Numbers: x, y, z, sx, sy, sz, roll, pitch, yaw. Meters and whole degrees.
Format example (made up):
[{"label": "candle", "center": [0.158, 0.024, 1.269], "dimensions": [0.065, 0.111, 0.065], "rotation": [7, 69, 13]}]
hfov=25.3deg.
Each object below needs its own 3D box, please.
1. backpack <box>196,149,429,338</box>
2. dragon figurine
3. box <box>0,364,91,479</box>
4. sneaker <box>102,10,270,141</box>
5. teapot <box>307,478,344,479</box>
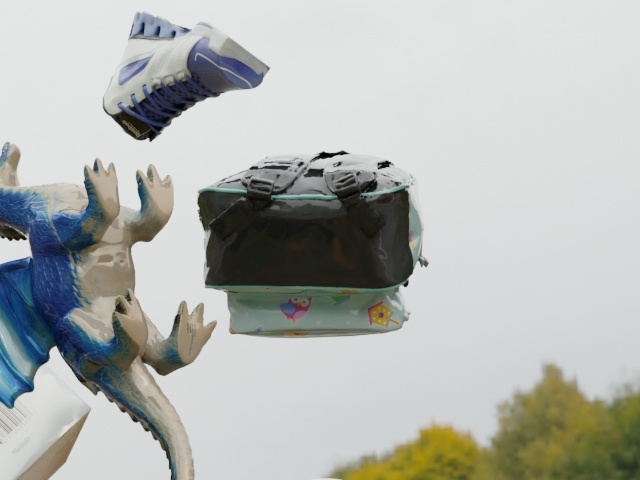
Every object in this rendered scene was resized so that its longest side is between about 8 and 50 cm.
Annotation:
[{"label": "backpack", "center": [0.000, 0.000, 1.104], "dimensions": [0.166, 0.144, 0.188], "rotation": [-3, 14, 9]}, {"label": "dragon figurine", "center": [-0.146, 0.045, 0.823], "dimensions": [0.144, 0.289, 0.085], "rotation": [-25, -13, 31]}, {"label": "box", "center": [-0.294, 0.190, 1.293], "dimensions": [0.130, 0.091, 0.170], "rotation": [-46, -5, -29]}, {"label": "sneaker", "center": [-0.216, -0.226, 2.122], "dimensions": [0.127, 0.182, 0.315], "rotation": [33, -9, -38]}, {"label": "teapot", "center": [0.016, 0.366, 1.367], "dimensions": [0.253, 0.256, 0.187], "rotation": [24, 3, -39]}]
